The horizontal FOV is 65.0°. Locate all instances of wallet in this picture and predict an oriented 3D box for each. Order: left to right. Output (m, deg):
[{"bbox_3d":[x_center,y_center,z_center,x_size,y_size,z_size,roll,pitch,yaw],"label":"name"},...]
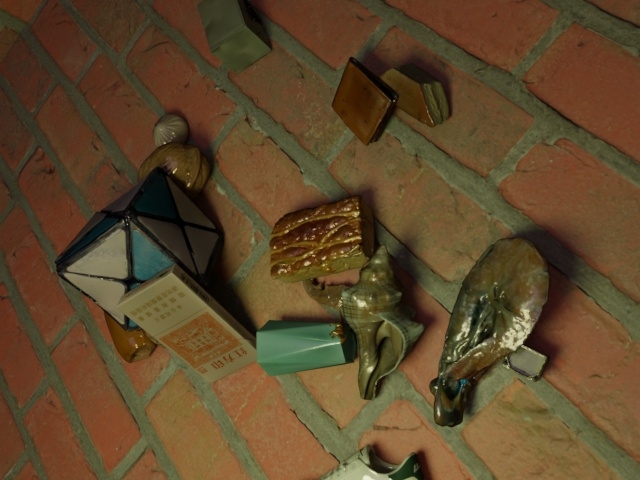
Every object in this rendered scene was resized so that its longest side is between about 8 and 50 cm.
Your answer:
[{"bbox_3d":[0.115,-0.378,1.371,0.195,0.042,0.160,51,136,27],"label":"wallet"}]

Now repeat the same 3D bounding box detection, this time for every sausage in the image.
[{"bbox_3d":[-0.647,0.229,1.635,0.353,0.116,0.134,52,135,28],"label":"sausage"}]

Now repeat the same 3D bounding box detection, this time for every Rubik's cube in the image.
[{"bbox_3d":[-0.497,0.025,1.431,0.305,0.307,0.310,-27,27,20],"label":"Rubik's cube"}]

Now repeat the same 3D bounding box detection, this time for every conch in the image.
[{"bbox_3d":[0.154,0.199,1.209,0.203,0.170,0.385,12,118,48],"label":"conch"}]

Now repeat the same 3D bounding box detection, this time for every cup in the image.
[{"bbox_3d":[-0.031,0.273,1.302,0.236,0.148,0.134,-8,107,21],"label":"cup"}]

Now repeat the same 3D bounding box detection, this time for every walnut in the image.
[{"bbox_3d":[-0.462,-0.208,1.591,0.245,0.198,0.198,-42,63,19],"label":"walnut"}]

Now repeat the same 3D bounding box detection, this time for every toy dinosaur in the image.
[{"bbox_3d":[0.040,0.211,1.220,0.041,0.026,0.113,-18,31,6],"label":"toy dinosaur"}]

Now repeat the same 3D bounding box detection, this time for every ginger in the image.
[{"bbox_3d":[0.017,0.138,1.344,0.174,0.051,0.069,16,83,28],"label":"ginger"}]

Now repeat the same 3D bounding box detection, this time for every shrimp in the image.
[{"bbox_3d":[0.359,0.202,1.090,0.445,0.110,0.221,-68,25,6],"label":"shrimp"}]

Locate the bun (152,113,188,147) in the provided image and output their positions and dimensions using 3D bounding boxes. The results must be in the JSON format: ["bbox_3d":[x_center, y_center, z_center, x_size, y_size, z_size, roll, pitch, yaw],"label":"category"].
[{"bbox_3d":[-0.526,-0.375,1.720,0.138,0.094,0.138,-8,72,26],"label":"bun"}]

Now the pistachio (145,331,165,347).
[{"bbox_3d":[-0.438,0.237,1.518,0.215,0.144,0.143,-40,64,11],"label":"pistachio"}]

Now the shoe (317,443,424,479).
[{"bbox_3d":[0.070,0.566,1.178,0.364,0.132,0.159,-9,76,22],"label":"shoe"}]

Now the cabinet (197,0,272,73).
[{"bbox_3d":[-0.276,-0.690,1.626,0.150,0.145,0.205,-27,68,21],"label":"cabinet"}]

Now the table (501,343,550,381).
[{"bbox_3d":[0.439,0.258,1.075,0.079,0.083,0.062,26,91,29],"label":"table"}]

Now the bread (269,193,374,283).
[{"bbox_3d":[0.000,0.000,1.332,0.275,0.114,0.184,-15,58,26],"label":"bread"}]

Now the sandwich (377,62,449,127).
[{"bbox_3d":[0.237,-0.396,1.311,0.258,0.094,0.096,43,140,28],"label":"sandwich"}]

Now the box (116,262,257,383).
[{"bbox_3d":[-0.342,0.237,1.360,0.205,0.365,0.051,-30,29,19],"label":"box"}]
